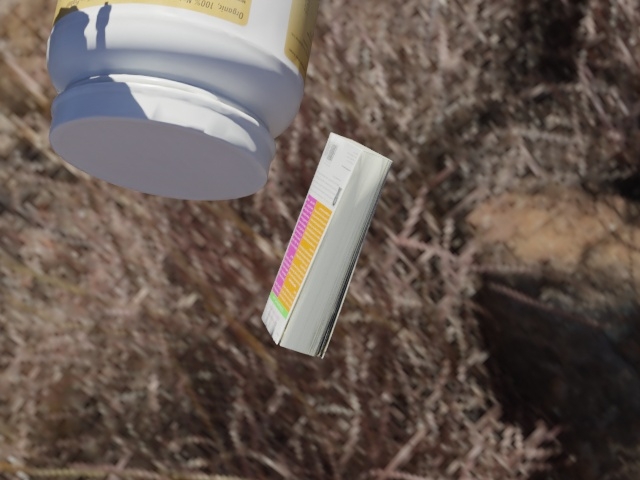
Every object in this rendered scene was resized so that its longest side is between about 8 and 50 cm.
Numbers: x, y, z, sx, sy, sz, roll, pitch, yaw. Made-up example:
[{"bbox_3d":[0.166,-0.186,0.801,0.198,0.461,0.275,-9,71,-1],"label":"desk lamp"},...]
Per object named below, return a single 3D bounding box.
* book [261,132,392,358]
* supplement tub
[{"bbox_3d":[0.000,0.000,1.161,0.096,0.035,0.144,-140,69,-72],"label":"book"},{"bbox_3d":[-0.115,-0.215,1.469,0.228,0.228,0.316,-2,69,33],"label":"supplement tub"}]
